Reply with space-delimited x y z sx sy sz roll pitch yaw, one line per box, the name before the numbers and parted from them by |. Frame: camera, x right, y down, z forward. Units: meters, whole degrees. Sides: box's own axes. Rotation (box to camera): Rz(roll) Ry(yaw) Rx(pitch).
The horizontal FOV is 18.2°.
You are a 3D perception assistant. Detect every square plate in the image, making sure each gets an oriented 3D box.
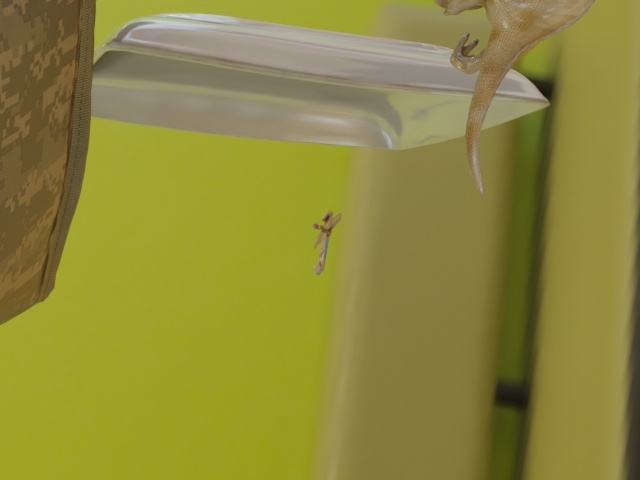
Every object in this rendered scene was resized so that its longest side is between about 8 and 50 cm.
square plate | -0.037 -0.126 1.612 0.347 0.344 0.049 169 105 -72

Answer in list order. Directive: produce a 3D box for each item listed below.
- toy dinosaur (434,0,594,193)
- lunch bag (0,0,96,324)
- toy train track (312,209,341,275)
toy dinosaur | 0.099 -0.112 1.025 0.183 0.053 0.093 -51 33 -18
lunch bag | -0.233 -0.065 0.975 0.235 0.169 0.287 -35 -26 -47
toy train track | 0.000 0.000 1.902 0.048 0.014 0.083 -48 22 37
